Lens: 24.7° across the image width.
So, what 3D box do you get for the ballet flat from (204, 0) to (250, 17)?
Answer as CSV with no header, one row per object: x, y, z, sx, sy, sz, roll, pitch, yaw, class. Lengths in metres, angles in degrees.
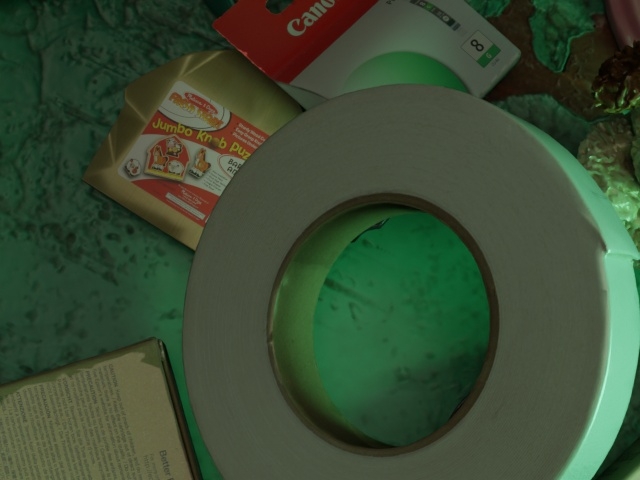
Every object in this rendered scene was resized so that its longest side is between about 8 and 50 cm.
-0.111,-0.280,1.369,0.070,0.070,0.188,-40,86,-7,ballet flat

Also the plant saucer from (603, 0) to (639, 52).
0.432,-0.253,1.354,0.332,0.084,0.332,0,80,-1,plant saucer

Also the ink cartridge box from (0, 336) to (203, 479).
-0.197,0.224,1.263,0.193,0.088,0.235,-15,80,-4,ink cartridge box

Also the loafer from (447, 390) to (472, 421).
0.125,0.211,1.263,0.302,0.095,0.109,-41,83,-7,loafer

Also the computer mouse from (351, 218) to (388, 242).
0.000,0.000,1.335,0.071,0.041,0.242,41,89,5,computer mouse

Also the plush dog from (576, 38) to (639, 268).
0.307,-0.063,1.216,0.262,0.225,0.211,23,48,-8,plush dog

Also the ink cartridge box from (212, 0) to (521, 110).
0.044,-0.182,1.322,0.224,0.056,0.181,43,61,2,ink cartridge box

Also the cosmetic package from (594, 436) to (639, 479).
0.284,0.236,1.228,0.309,0.160,0.113,-43,82,-8,cosmetic package

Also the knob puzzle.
-0.097,-0.090,1.349,0.213,0.030,0.213,0,80,0,knob puzzle

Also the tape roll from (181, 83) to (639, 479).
0.063,0.069,1.173,0.392,0.072,0.392,-5,81,31,tape roll
